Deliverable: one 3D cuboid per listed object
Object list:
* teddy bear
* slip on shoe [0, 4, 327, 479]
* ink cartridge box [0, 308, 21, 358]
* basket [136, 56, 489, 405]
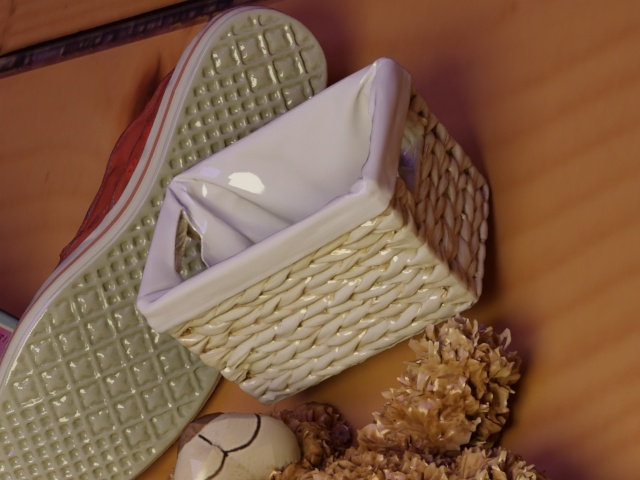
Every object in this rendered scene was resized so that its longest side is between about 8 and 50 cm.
[{"bbox_3d":[0.031,0.154,0.912,0.245,0.113,0.338,-53,41,4],"label":"teddy bear"},{"bbox_3d":[-0.101,0.012,1.144,0.331,0.123,0.101,-64,18,-5],"label":"slip on shoe"},{"bbox_3d":[-0.372,0.192,1.268,0.270,0.151,0.395,15,77,49],"label":"ink cartridge box"},{"bbox_3d":[0.000,0.000,1.027,0.167,0.103,0.113,-27,33,30],"label":"basket"}]
